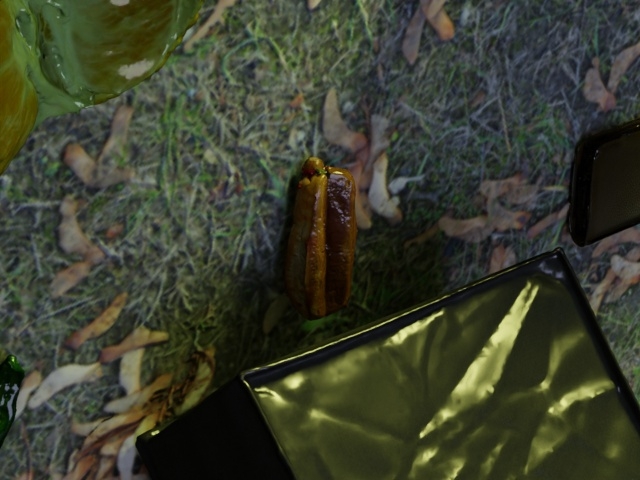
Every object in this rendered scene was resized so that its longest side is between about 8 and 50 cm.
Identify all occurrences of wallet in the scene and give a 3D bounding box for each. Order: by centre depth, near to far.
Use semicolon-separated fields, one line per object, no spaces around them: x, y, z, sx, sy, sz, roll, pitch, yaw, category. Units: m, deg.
0.316;-0.070;1.771;0.198;0.031;0.110;-21;127;-30;wallet

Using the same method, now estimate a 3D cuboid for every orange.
-0.198;-0.144;1.187;0.237;0.158;0.179;-39;141;-20;orange

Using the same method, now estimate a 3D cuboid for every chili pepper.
-0.249;0.141;1.414;0.118;0.035;0.055;-51;154;3;chili pepper

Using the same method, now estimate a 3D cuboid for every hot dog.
-0.001;-0.001;1.537;0.062;0.038;0.144;-17;124;-29;hot dog

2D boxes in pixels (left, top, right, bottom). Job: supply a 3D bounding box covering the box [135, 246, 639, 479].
0.077;0.189;1.526;0.345;0.251;0.204;-21;172;-32;box
